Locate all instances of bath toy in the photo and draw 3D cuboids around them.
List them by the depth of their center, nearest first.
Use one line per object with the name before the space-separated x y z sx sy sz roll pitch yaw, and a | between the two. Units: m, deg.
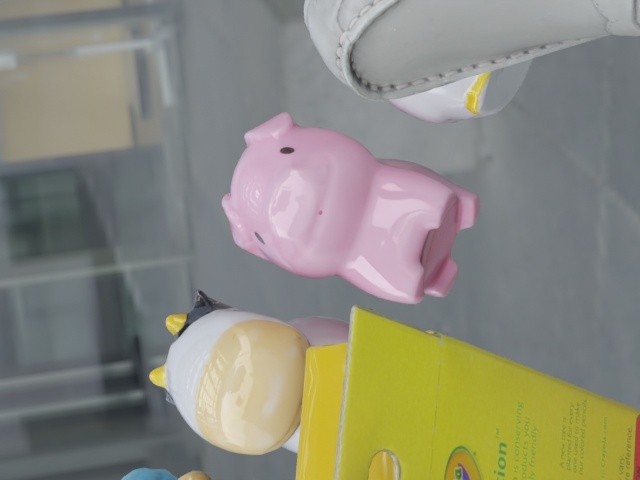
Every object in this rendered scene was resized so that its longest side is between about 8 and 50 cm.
bath toy | 0.000 0.000 1.042 0.348 0.129 0.151 -70 -20 3

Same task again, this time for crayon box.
crayon box | 0.083 0.162 0.896 0.081 0.318 0.202 -9 67 40

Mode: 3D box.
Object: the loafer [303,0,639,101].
loafer | 0.143 -0.129 0.785 0.112 0.319 0.111 38 -149 -57
